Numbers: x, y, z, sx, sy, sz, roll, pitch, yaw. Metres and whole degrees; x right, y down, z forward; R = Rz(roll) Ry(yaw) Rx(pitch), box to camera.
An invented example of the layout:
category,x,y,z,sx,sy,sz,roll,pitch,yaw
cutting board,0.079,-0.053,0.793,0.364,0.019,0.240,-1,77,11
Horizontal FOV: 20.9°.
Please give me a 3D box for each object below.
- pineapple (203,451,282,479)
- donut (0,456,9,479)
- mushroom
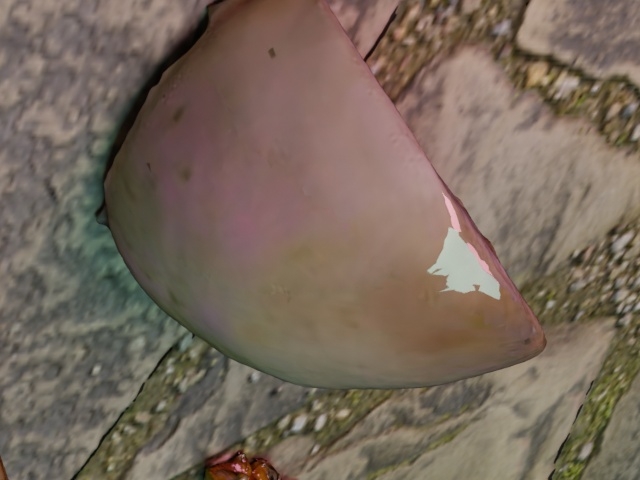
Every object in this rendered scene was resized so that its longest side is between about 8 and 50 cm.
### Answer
category,x,y,z,sx,sy,sz,roll,pitch,yaw
pineapple,-0.047,0.197,1.067,0.077,0.114,0.114,-18,140,13
donut,-0.288,0.116,0.780,0.330,0.160,0.330,-10,143,-8
mushroom,0.001,0.022,0.838,0.162,0.173,0.236,-32,143,6
